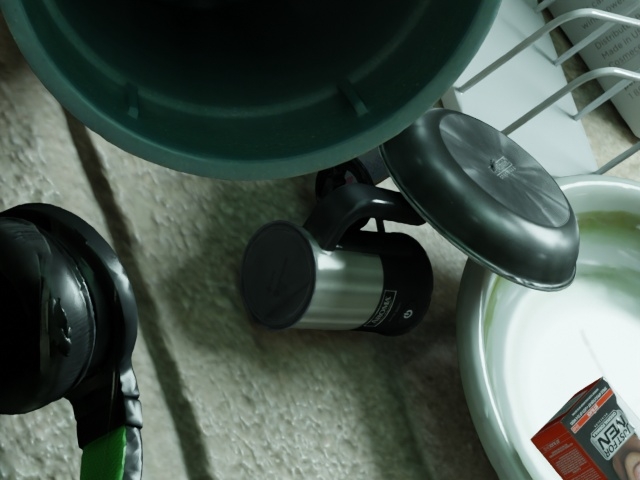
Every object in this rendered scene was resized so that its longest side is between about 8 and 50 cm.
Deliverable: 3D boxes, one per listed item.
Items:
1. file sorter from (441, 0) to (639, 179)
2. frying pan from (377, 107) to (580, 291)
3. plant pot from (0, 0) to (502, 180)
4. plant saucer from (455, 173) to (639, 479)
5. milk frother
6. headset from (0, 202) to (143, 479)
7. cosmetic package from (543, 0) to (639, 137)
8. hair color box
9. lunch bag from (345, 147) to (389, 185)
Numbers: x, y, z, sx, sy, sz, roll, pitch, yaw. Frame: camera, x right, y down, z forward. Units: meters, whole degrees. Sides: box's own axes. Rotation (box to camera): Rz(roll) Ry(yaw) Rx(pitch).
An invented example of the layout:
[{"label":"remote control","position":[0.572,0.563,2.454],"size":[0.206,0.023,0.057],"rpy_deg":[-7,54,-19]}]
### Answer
[{"label":"file sorter","position":[0.216,-0.214,1.865],"size":[0.193,0.173,0.278],"rpy_deg":[8,57,-44]},{"label":"frying pan","position":[0.097,-0.084,1.592],"size":[0.197,0.053,0.326],"rpy_deg":[3,43,-51]},{"label":"plant pot","position":[-0.065,-0.252,1.405],"size":[0.341,0.341,0.334],"rpy_deg":[41,8,-19]},{"label":"plant saucer","position":[0.263,0.140,1.667],"size":[0.400,0.100,0.400],"rpy_deg":[17,56,-26]},{"label":"milk frother","position":[0.000,0.000,1.540],"size":[0.135,0.129,0.143],"rpy_deg":[6,15,-46]},{"label":"headset","position":[-0.212,0.025,1.191],"size":[0.243,0.185,0.394],"rpy_deg":[7,61,-46]},{"label":"cosmetic package","position":[0.439,-0.365,2.099],"size":[0.327,0.329,0.393],"rpy_deg":[55,37,1]},{"label":"hair color box","position":[0.235,0.183,1.528],"size":[0.141,0.043,0.072],"rpy_deg":[51,49,1]},{"label":"lunch bag","position":[0.041,-0.074,1.647],"size":[0.053,0.071,0.083],"rpy_deg":[37,37,-28]}]
